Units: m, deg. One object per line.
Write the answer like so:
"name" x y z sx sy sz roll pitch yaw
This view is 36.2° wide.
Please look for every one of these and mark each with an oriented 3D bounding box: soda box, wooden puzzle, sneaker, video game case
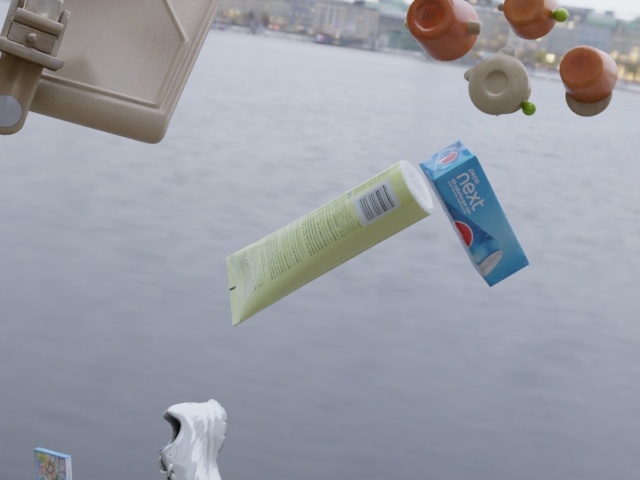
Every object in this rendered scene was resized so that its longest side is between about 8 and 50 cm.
"soda box" 0.225 -0.037 1.423 0.071 0.210 0.067 -31 29 2
"wooden puzzle" -0.236 -0.238 1.112 0.221 0.238 0.044 16 -16 10
"sneaker" -0.260 0.462 1.933 0.129 0.297 0.111 9 -24 -28
"video game case" -0.515 0.491 1.895 0.119 0.166 0.015 -1 3 44

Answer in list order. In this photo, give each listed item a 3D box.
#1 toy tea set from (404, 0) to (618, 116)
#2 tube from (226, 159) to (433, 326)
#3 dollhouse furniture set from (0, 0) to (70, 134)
"toy tea set" 0.271 -0.282 1.401 0.336 0.200 0.124 53 19 21
"tube" 0.000 0.000 1.002 0.240 0.062 0.070 -29 6 21
"dollhouse furniture set" -0.371 -0.184 0.855 0.303 0.173 0.355 18 2 -21
